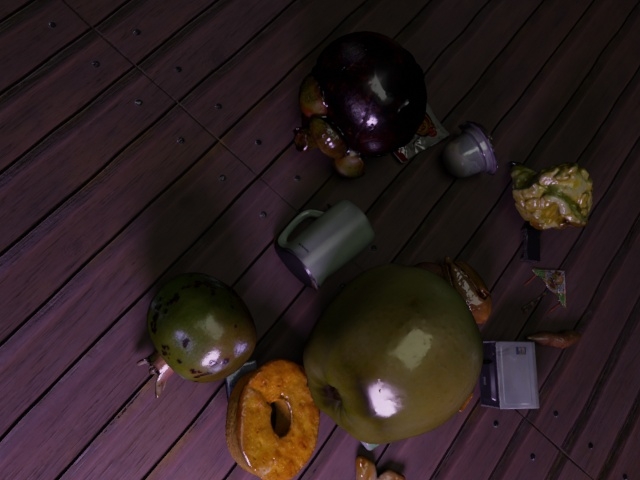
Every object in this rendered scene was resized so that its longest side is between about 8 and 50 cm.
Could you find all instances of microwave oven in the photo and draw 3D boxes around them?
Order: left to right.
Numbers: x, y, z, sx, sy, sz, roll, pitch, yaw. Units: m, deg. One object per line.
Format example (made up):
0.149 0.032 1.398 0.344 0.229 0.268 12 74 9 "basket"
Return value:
0.587 0.422 1.581 0.163 0.129 0.205 5 76 -13 "microwave oven"

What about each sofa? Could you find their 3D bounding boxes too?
0.742 0.019 1.766 0.060 0.039 0.118 9 75 -16 "sofa"

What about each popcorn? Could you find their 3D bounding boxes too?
0.795 -0.152 1.712 0.293 0.293 0.237 4 95 -16 "popcorn"

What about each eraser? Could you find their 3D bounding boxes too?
-0.210 0.442 1.380 0.092 0.046 0.212 -7 80 -18 "eraser"

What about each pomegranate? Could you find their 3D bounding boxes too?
-0.337 0.234 1.276 0.323 0.291 0.291 -23 85 -11 "pomegranate"

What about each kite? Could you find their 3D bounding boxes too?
0.795 0.185 1.761 0.244 0.006 0.198 -38 91 -21 "kite"

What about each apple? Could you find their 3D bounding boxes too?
0.186 0.297 1.313 0.473 0.473 0.473 4 77 -16 "apple"

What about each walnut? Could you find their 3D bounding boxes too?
0.462 0.158 1.606 0.137 0.137 0.245 -28 76 -20 "walnut"

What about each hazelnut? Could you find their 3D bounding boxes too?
0.324 0.140 1.557 0.143 0.143 0.154 34 84 -7 "hazelnut"

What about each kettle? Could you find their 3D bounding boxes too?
0.000 0.000 1.498 0.255 0.165 0.240 -40 62 -17 "kettle"

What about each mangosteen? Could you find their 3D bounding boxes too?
0.129 -0.403 1.511 0.381 0.381 0.421 30 82 -8 "mangosteen"

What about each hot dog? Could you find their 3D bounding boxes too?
0.452 0.505 1.579 0.083 0.021 0.037 -41 102 -21 "hot dog"

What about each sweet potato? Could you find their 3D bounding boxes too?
0.802 0.337 1.701 0.218 0.051 0.065 0 36 -17 "sweet potato"

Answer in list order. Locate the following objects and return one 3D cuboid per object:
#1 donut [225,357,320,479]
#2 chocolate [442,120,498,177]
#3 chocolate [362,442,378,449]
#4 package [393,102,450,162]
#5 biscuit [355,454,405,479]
-0.131 0.466 1.314 0.303 0.110 0.303 19 63 -45 "donut"
0.491 -0.296 1.702 0.147 0.221 0.221 -20 84 0 "chocolate"
0.239 0.509 1.475 0.291 0.110 0.110 -31 88 -18 "chocolate"
0.328 -0.375 1.733 0.239 0.030 0.154 -31 85 -19 "package"
0.134 0.738 1.416 0.164 0.047 0.208 30 71 -9 "biscuit"
